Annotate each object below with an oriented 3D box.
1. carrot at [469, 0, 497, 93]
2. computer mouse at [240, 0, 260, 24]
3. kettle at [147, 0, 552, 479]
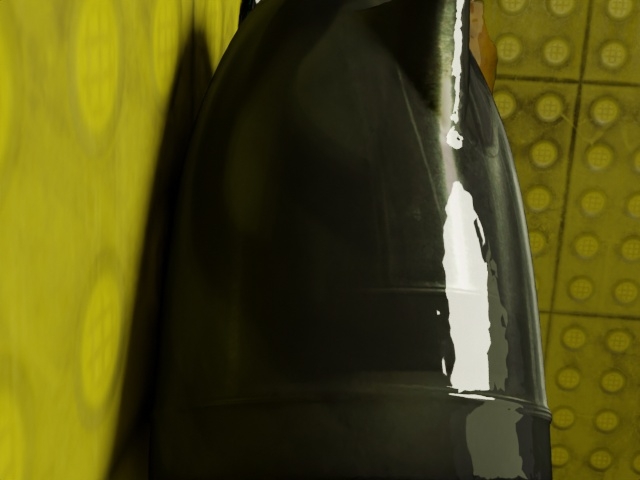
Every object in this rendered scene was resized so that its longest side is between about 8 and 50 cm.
[{"bbox_3d":[0.053,-0.077,0.995,0.241,0.242,0.340,16,81,-87],"label":"carrot"},{"bbox_3d":[-0.030,-0.149,0.841,0.146,0.078,0.241,-11,105,-85],"label":"computer mouse"},{"bbox_3d":[0.000,0.000,0.610,0.321,0.228,0.324,148,-53,-60],"label":"kettle"}]
